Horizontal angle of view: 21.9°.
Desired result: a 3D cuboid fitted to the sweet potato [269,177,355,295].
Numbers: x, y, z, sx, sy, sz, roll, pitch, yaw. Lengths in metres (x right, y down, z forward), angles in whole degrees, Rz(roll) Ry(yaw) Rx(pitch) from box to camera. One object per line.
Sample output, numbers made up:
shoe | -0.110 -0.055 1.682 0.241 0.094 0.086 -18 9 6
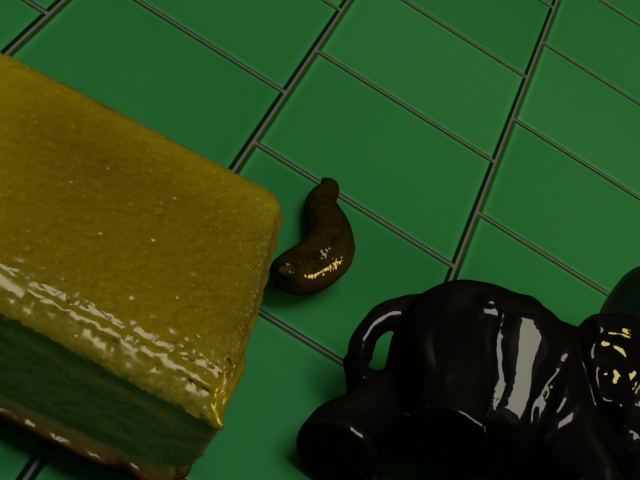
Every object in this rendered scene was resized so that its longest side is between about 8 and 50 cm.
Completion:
sweet potato | 0.002 0.000 1.610 0.069 0.059 0.249 20 29 2

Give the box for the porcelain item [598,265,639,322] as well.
porcelain item | 0.354 0.109 1.681 0.114 0.147 0.147 23 34 -15

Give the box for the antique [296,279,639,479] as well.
antique | 0.171 0.156 1.434 0.322 0.185 0.255 33 34 6

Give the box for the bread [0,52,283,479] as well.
bread | -0.210 0.012 1.334 0.333 0.143 0.323 28 32 -8
